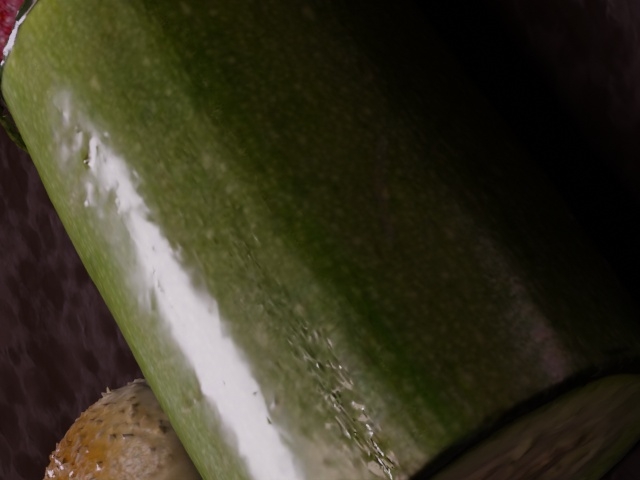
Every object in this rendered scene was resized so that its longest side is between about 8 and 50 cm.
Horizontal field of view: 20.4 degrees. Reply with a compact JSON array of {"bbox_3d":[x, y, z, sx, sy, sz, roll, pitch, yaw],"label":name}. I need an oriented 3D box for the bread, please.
[{"bbox_3d":[-0.122,0.250,1.313,0.305,0.159,0.305,165,90,-78],"label":"bread"}]

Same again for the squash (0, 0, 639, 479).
[{"bbox_3d":[0.000,0.000,1.046,0.384,0.263,0.263,57,139,25],"label":"squash"}]

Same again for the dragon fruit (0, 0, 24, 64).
[{"bbox_3d":[-0.289,-0.257,1.352,0.302,0.240,0.330,56,150,-5],"label":"dragon fruit"}]
